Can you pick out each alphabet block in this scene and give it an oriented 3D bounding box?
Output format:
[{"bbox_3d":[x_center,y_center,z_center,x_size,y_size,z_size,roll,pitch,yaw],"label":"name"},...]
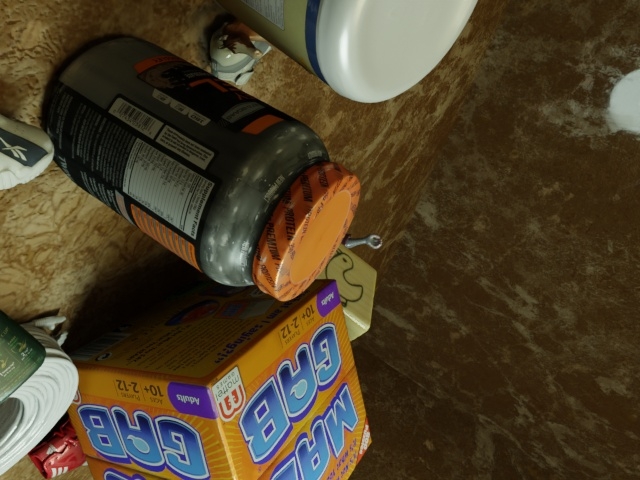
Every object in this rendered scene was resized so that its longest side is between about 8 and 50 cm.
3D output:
[{"bbox_3d":[-0.015,0.118,1.120,0.193,0.197,0.192,-40,-158,36],"label":"alphabet block"}]

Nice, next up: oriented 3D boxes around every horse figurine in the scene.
[{"bbox_3d":[-0.021,-0.344,0.732,0.066,0.174,0.263,133,-23,-75],"label":"horse figurine"}]

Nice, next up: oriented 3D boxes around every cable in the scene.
[{"bbox_3d":[-0.457,0.235,0.677,0.257,0.089,0.257,-61,163,9],"label":"cable"}]

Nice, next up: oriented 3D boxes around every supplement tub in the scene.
[{"bbox_3d":[-0.003,-0.322,0.552,0.228,0.316,0.228,-36,153,-22],"label":"supplement tub"},{"bbox_3d":[-0.136,-0.084,0.605,0.207,0.338,0.207,-51,162,-24],"label":"supplement tub"}]

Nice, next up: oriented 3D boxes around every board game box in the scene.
[{"bbox_3d":[-0.168,0.299,0.909,0.356,0.356,0.356,-33,114,-54],"label":"board game box"}]

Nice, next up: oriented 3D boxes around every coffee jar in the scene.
[{"bbox_3d":[-0.388,0.089,0.533,0.096,0.079,0.184,-49,132,-34],"label":"coffee jar"}]

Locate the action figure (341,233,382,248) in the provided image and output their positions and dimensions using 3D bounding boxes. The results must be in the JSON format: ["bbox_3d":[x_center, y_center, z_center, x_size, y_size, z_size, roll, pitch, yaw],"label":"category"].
[{"bbox_3d":[0.000,0.000,1.382,0.275,0.248,0.370,-22,-153,20],"label":"action figure"}]

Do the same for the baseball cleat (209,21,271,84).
[{"bbox_3d":[-0.101,-0.317,0.794,0.206,0.072,0.109,-42,170,-31],"label":"baseball cleat"}]

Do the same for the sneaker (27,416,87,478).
[{"bbox_3d":[-0.443,0.351,0.924,0.221,0.087,0.128,-64,163,13],"label":"sneaker"}]

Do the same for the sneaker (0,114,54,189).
[{"bbox_3d":[-0.319,-0.131,0.427,0.153,0.094,0.235,-55,155,19],"label":"sneaker"}]
